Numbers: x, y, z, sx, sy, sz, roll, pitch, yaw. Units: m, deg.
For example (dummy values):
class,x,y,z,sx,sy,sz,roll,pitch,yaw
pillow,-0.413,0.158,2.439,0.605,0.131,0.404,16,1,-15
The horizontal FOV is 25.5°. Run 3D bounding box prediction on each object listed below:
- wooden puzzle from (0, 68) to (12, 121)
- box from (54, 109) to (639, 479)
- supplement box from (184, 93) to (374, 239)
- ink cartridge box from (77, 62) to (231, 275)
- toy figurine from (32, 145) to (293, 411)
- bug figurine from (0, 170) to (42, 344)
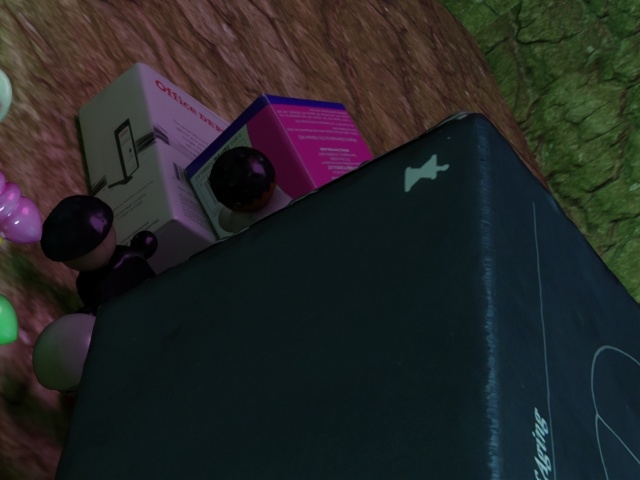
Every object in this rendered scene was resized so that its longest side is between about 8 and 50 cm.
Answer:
class,x,y,z,sx,sy,sz,roll,pitch,yaw
wooden puzzle,-0.307,-0.077,0.793,0.221,0.044,0.238,15,28,-3
box,0.096,0.280,0.757,0.471,0.297,0.479,48,29,-31
supplement box,0.000,0.000,1.178,0.114,0.111,0.220,0,57,-51
ink cartridge box,-0.128,-0.039,1.269,0.148,0.086,0.203,35,27,-42
toy figurine,-0.095,0.042,1.015,0.213,0.210,0.148,-96,162,-52
bug figurine,-0.274,-0.035,0.933,0.216,0.072,0.279,46,20,-26
